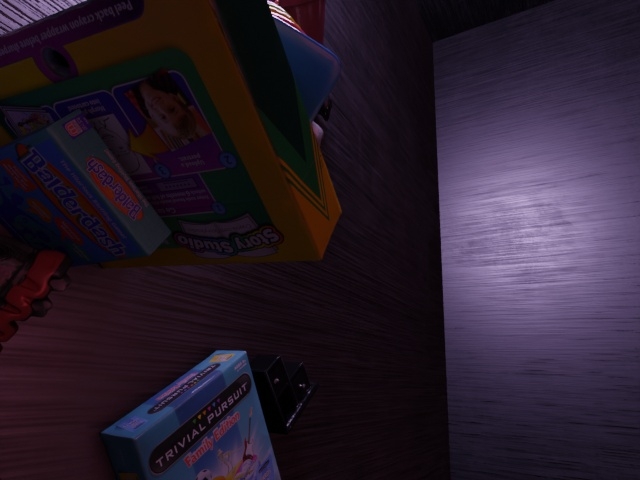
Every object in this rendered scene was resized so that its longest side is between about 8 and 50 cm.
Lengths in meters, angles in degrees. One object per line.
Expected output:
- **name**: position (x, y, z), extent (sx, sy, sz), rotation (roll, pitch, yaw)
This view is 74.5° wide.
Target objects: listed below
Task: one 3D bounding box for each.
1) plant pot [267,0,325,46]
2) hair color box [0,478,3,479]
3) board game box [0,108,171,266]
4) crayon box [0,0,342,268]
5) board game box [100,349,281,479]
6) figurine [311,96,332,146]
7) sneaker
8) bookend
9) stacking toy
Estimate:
- **plant pot**: position (-0.070, -0.566, 1.054), extent (0.201, 0.202, 0.180), rotation (-66, 154, -43)
- **hair color box**: position (-0.396, 0.284, 0.407), extent (0.141, 0.043, 0.071), rotation (24, 72, -56)
- **board game box**: position (-0.301, -0.044, 0.489), extent (0.160, 0.211, 0.047), rotation (62, 35, -30)
- **crayon box**: position (-0.194, -0.111, 0.502), extent (0.106, 0.363, 0.313), rotation (-69, 147, -43)
- **board game box**: position (-0.188, 0.399, 0.715), extent (0.254, 0.079, 0.335), rotation (-29, 109, -59)
- **figurine**: position (-0.032, -0.384, 1.172), extent (0.209, 0.093, 0.214), rotation (53, 41, -47)
- **sneaker**: position (-0.389, 0.104, 0.422), extent (0.135, 0.098, 0.275), rotation (38, 63, -24)
- **bookend**: position (-0.087, 0.304, 0.921), extent (0.157, 0.073, 0.156), rotation (-40, 117, -57)
- **stacking toy**: position (-0.084, -0.289, 0.625), extent (0.166, 0.175, 0.301), rotation (21, 43, -23)
